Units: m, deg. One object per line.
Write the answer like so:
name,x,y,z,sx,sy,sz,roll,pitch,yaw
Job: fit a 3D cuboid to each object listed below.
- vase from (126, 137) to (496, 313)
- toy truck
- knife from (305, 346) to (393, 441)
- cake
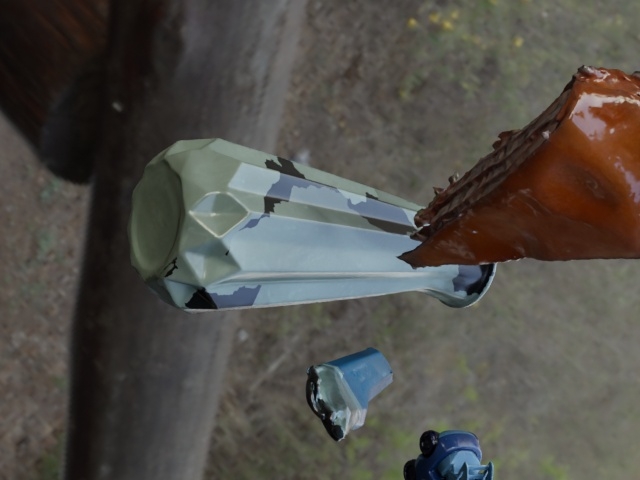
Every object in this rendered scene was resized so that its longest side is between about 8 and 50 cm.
vase,0.000,0.000,1.309,0.360,0.165,0.165,7,123,-34
toy truck,0.116,0.247,1.315,0.063,0.074,0.136,4,125,-29
knife,0.022,0.092,0.858,0.026,0.044,0.296,-37,173,6
cake,0.148,-0.043,0.945,0.135,0.287,0.098,42,57,-26
